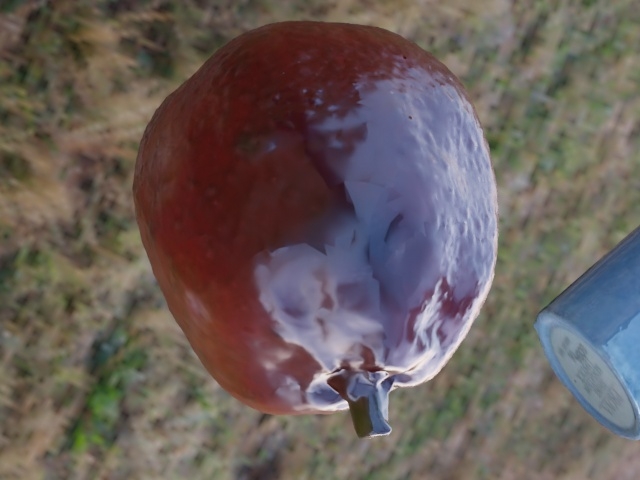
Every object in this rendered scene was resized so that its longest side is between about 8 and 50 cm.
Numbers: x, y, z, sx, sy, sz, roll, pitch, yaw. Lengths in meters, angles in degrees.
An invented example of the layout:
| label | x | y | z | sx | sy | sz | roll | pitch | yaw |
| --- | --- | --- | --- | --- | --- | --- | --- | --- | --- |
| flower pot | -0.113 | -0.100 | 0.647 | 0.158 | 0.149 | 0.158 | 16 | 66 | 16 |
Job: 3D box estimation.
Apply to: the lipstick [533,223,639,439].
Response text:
| label | x | y | z | sx | sy | sz | roll | pitch | yaw |
| --- | --- | --- | --- | --- | --- | --- | --- | --- | --- |
| lipstick | 0.202 | -0.030 | 0.692 | 0.274 | 0.068 | 0.061 | -36 | -171 | -14 |

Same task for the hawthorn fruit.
| label | x | y | z | sx | sy | sz | roll | pitch | yaw |
| --- | --- | --- | --- | --- | --- | --- | --- | --- | --- |
| hawthorn fruit | 0.000 | 0.000 | 1.339 | 0.265 | 0.265 | 0.307 | 46 | 33 | -62 |
